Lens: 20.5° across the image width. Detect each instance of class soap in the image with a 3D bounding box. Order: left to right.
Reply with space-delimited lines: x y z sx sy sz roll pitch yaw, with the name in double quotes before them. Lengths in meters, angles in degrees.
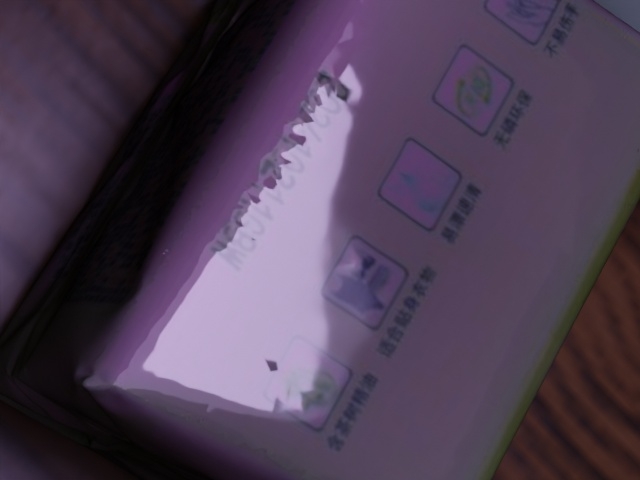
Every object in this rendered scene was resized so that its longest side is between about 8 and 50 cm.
"soap" 0.000 0.000 0.615 0.138 0.182 0.199 34 74 -13

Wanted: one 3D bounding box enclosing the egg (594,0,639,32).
"egg" 0.226 -0.174 0.698 0.371 0.230 0.230 -41 98 -10
